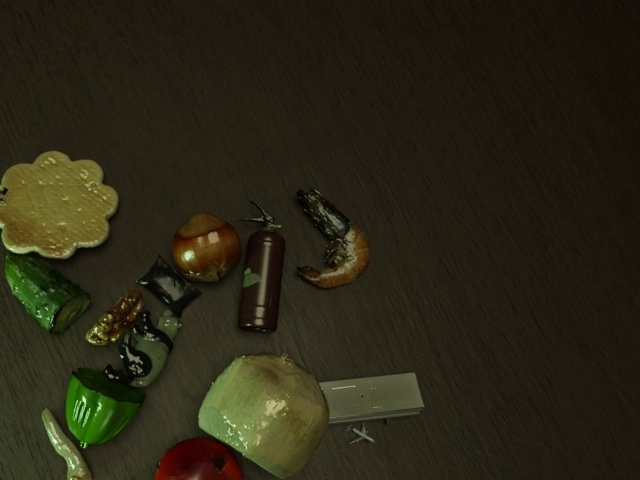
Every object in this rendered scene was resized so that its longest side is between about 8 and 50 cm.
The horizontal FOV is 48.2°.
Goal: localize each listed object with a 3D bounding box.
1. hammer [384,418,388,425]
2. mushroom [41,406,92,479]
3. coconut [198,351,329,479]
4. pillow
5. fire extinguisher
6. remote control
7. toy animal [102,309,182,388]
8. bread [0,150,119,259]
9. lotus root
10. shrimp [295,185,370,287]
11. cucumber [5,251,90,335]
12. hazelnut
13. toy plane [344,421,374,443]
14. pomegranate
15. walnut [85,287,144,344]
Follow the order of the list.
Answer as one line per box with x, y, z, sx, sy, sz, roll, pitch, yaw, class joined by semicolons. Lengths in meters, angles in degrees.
0.084;0.447;1.864;0.198;0.013;0.063;4;59;-9;hammer
-0.603;0.485;1.678;0.054;0.059;0.202;-27;82;-35;mushroom
-0.119;0.397;1.696;0.297;0.297;0.255;31;73;-3;coconut
-0.389;0.119;1.836;0.150;0.048;0.090;42;67;-1;pillow
-0.165;0.062;1.874;0.137;0.102;0.344;7;73;-9;fire extinguisher
0.123;0.411;1.854;0.277;0.056;0.103;-3;54;-13;remote control
-0.422;0.259;1.753;0.121;0.094;0.225;33;42;-7;toy animal
-0.672;-0.088;1.814;0.315;0.054;0.316;6;63;-13;bread
-0.526;0.411;1.678;0.186;0.186;0.186;3;74;-12;lotus root
0.000;0.000;1.951;0.222;0.054;0.290;-40;94;-20;shrimp
-0.686;0.108;1.743;0.244;0.134;0.134;38;70;14;cucumber
-0.291;0.017;1.832;0.182;0.182;0.182;3;74;-12;hazelnut
0.102;0.500;1.851;0.084;0.024;0.078;33;58;5;toy plane
-0.277;0.572;1.656;0.210;0.210;0.235;-31;110;-19;pomegranate
-0.494;0.192;1.745;0.069;0.143;0.170;45;71;-7;walnut
